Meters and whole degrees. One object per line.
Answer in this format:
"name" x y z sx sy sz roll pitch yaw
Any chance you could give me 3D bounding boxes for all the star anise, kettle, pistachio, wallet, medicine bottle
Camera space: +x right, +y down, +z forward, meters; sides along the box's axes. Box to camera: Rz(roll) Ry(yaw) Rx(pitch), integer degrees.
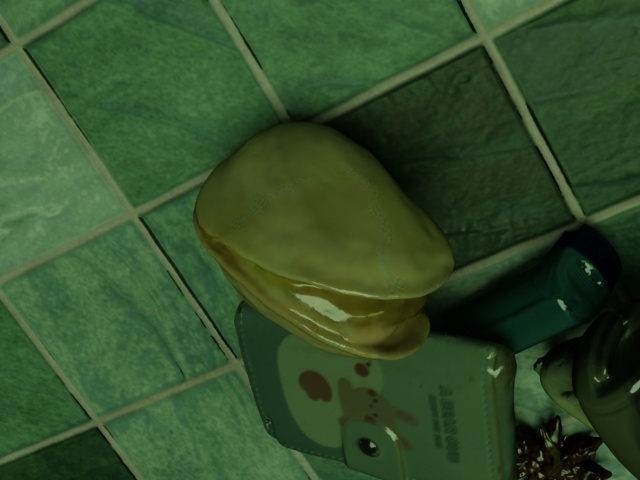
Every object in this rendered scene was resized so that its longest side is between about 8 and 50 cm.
"star anise" 0.294 0.288 1.347 0.168 0.057 0.168 7 128 9
"kettle" 0.402 0.190 1.173 0.324 0.228 0.321 33 160 -16
"pistachio" 0.000 0.000 1.165 0.321 0.238 0.229 35 130 29
"wallet" 0.074 0.197 1.288 0.360 0.083 0.252 10 127 30
"medicine bottle" 0.230 0.086 1.235 0.079 0.124 0.258 46 129 -12
